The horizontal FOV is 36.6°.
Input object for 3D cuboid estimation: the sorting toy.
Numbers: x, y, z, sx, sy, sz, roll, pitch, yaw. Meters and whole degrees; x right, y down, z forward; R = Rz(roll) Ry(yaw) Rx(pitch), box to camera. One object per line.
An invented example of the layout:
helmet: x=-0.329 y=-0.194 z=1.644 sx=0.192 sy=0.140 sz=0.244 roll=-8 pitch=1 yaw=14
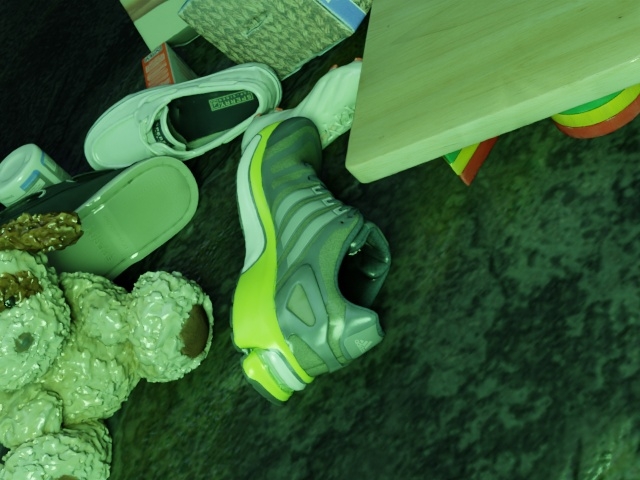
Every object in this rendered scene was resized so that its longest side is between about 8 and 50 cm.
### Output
sorting toy: x=0.165 y=-0.166 z=0.843 sx=0.257 sy=0.089 sz=0.255 roll=-19 pitch=43 yaw=31

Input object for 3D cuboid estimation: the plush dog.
plush dog: x=-0.266 y=0.087 z=0.893 sx=0.262 sy=0.225 sz=0.210 roll=-51 pitch=36 yaw=-9

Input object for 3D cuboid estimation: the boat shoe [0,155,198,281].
boat shoe: x=-0.297 y=0.009 z=1.046 sx=0.340 sy=0.127 sz=0.113 roll=-39 pitch=25 yaw=-21

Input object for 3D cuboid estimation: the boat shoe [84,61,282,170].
boat shoe: x=-0.170 y=-0.135 z=1.102 sx=0.258 sy=0.095 sz=0.084 roll=-23 pitch=15 yaw=19

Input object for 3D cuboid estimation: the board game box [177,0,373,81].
board game box: x=0.004 y=-0.346 z=1.079 sx=0.291 sy=0.141 sz=0.232 roll=-58 pitch=18 yaw=-19

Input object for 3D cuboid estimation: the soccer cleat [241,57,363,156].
soccer cleat: x=-0.005 y=-0.118 z=0.989 sx=0.196 sy=0.068 sz=0.076 roll=-23 pitch=46 yaw=38

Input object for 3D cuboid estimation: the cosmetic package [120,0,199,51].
cosmetic package: x=-0.225 y=-0.418 z=1.282 sx=0.153 sy=0.296 sz=0.129 roll=-30 pitch=7 yaw=21

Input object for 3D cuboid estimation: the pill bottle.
pill bottle: x=-0.318 y=-0.044 z=1.153 sx=0.078 sy=0.137 sz=0.078 roll=-26 pitch=39 yaw=23

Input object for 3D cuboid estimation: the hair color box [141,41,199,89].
hair color box: x=-0.182 y=-0.187 z=1.220 sx=0.043 sy=0.072 sz=0.141 roll=-36 pitch=35 yaw=12

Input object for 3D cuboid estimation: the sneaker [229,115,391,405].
sneaker: x=0.000 y=0.000 z=0.845 sx=0.121 sy=0.111 sz=0.300 roll=-18 pitch=48 yaw=17
